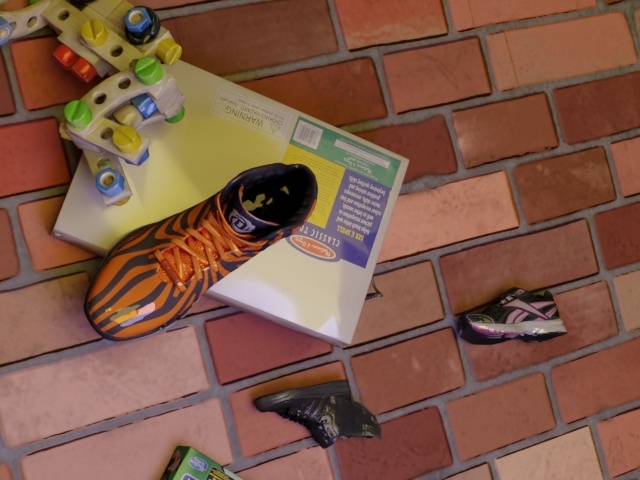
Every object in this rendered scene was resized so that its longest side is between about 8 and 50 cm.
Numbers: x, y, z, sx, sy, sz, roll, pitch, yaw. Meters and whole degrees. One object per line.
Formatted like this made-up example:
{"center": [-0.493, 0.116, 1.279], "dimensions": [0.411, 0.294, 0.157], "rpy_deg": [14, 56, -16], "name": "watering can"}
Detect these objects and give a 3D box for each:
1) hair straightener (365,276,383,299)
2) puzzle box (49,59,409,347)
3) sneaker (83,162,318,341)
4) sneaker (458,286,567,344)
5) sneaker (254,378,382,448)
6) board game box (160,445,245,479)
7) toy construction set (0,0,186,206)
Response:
{"center": [0.000, 0.000, 1.924], "dimensions": [0.230, 0.047, 0.089], "rpy_deg": [37, 68, -13], "name": "hair straightener"}
{"center": [-0.109, -0.056, 1.836], "dimensions": [0.409, 0.052, 0.272], "rpy_deg": [23, 72, -12], "name": "puzzle box"}
{"center": [-0.138, -0.004, 1.692], "dimensions": [0.321, 0.180, 0.124], "rpy_deg": [-39, 92, -20], "name": "sneaker"}
{"center": [0.269, 0.106, 2.051], "dimensions": [0.178, 0.072, 0.077], "rpy_deg": [3, 70, -35], "name": "sneaker"}
{"center": [-0.003, 0.236, 1.891], "dimensions": [0.170, 0.051, 0.089], "rpy_deg": [-7, 82, -31], "name": "sneaker"}
{"center": [-0.098, 0.434, 1.820], "dimensions": [0.317, 0.046, 0.213], "rpy_deg": [35, 68, -19], "name": "board game box"}
{"center": [-0.297, -0.214, 1.732], "dimensions": [0.327, 0.151, 0.215], "rpy_deg": [40, 81, 9], "name": "toy construction set"}
